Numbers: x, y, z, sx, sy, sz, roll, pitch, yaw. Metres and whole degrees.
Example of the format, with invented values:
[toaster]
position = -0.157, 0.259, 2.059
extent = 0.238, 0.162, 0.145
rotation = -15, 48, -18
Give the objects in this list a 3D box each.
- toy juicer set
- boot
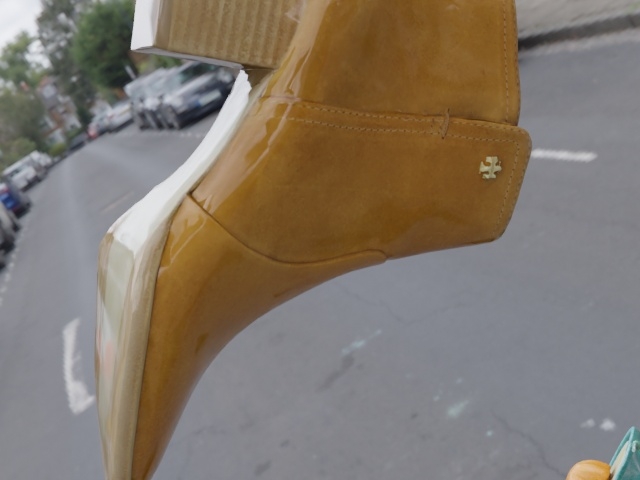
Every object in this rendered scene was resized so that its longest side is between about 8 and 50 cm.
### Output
[toy juicer set]
position = 0.293, 0.208, 0.938
extent = 0.209, 0.090, 0.329
rotation = -63, -17, -6
[boot]
position = 0.000, -0.001, 0.513
extent = 0.211, 0.295, 0.104
rotation = 6, 12, -23
